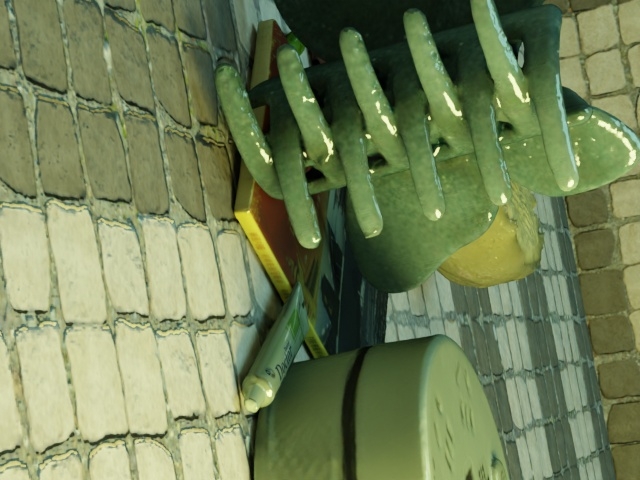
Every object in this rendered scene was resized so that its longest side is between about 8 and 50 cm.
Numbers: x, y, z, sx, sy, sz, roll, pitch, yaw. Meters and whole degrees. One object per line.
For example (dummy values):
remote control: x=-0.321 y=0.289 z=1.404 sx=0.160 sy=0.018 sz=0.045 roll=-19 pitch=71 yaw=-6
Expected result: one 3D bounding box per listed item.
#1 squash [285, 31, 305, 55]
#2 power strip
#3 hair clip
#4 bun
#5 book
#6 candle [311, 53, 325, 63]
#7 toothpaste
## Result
squash: x=-0.027 y=-0.201 z=1.898 sx=0.089 sy=0.027 sz=0.027 roll=-66 pitch=142 yaw=-67
power strip: x=0.069 y=0.260 z=1.650 sx=0.357 sy=0.161 sz=0.357 roll=-11 pitch=90 yaw=-74
hair clip: x=0.095 y=-0.125 z=1.660 sx=0.238 sy=0.318 sz=0.392 roll=-40 pitch=116 yaw=-65
bun: x=0.172 y=-0.064 z=2.260 sx=0.259 sy=0.152 sz=0.259 roll=-17 pitch=90 yaw=-74
book: x=0.000 y=0.000 z=1.847 sx=0.374 sy=0.028 sz=0.262 roll=64 pitch=24 yaw=-43
candle: x=0.073 y=-0.241 z=2.090 sx=0.317 sy=0.131 sz=0.287 roll=-77 pitch=149 yaw=-58
toothpaste: x=-0.037 y=0.097 z=1.629 sx=0.197 sy=0.029 sz=0.048 roll=-62 pitch=144 yaw=-62
